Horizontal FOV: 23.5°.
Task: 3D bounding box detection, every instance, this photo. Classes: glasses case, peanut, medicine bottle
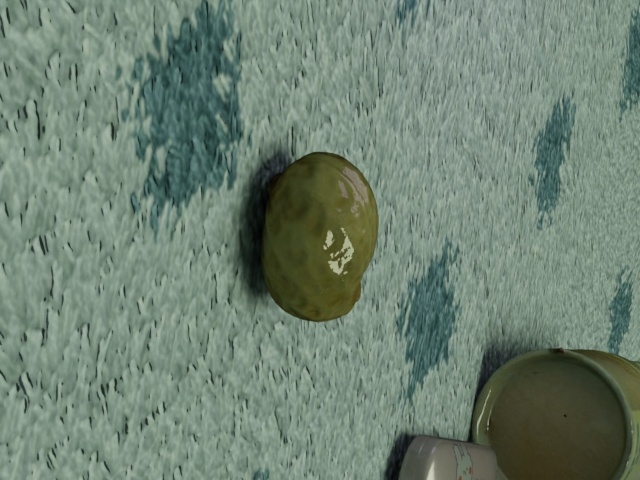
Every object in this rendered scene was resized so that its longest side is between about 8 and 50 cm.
[{"bbox_3d":[0.167,0.314,1.994,0.297,0.075,0.113,23,77,-67],"label":"glasses case"},{"bbox_3d":[0.000,0.000,1.447,0.140,0.109,0.159,-42,135,-53],"label":"peanut"},{"bbox_3d":[0.396,0.279,2.295,0.406,0.236,0.235,11,89,-65],"label":"medicine bottle"}]
